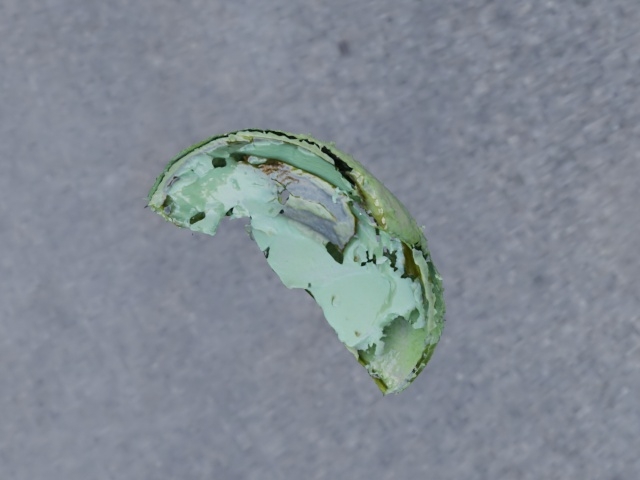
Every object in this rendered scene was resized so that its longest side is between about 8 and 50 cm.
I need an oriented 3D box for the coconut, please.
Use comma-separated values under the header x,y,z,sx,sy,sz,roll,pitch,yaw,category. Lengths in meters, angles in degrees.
x,y,z,sx,sy,sz,roll,pitch,yaw,category
0.002,-0.001,0.787,0.158,0.055,0.133,46,140,-5,coconut
